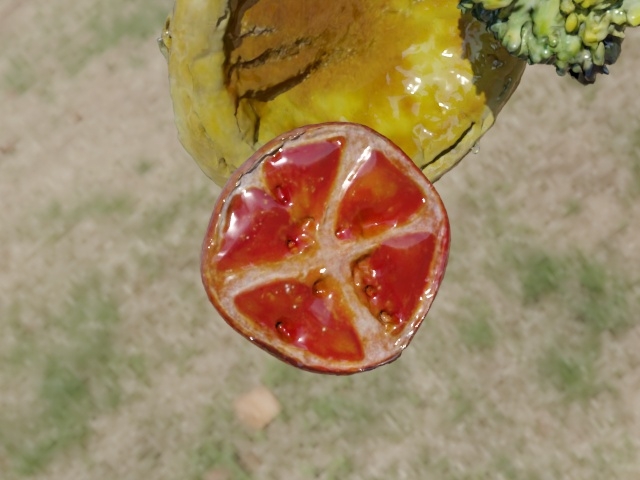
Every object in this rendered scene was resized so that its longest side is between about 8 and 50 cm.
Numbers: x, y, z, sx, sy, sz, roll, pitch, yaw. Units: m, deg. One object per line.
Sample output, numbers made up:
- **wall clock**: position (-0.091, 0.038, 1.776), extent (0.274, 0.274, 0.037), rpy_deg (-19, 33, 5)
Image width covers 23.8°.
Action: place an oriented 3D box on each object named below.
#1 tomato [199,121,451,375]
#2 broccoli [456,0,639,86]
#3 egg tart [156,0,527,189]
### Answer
- **tomato**: position (0.000, 0.000, 0.937), extent (0.155, 0.155, 0.069), rpy_deg (-41, 16, -4)
- **broccoli**: position (0.171, -0.259, 1.124), extent (0.242, 0.180, 0.273), rpy_deg (-96, 24, -51)
- **egg tart**: position (0.023, -0.205, 1.334), extent (0.388, 0.388, 0.169), rpy_deg (-42, 42, -6)
